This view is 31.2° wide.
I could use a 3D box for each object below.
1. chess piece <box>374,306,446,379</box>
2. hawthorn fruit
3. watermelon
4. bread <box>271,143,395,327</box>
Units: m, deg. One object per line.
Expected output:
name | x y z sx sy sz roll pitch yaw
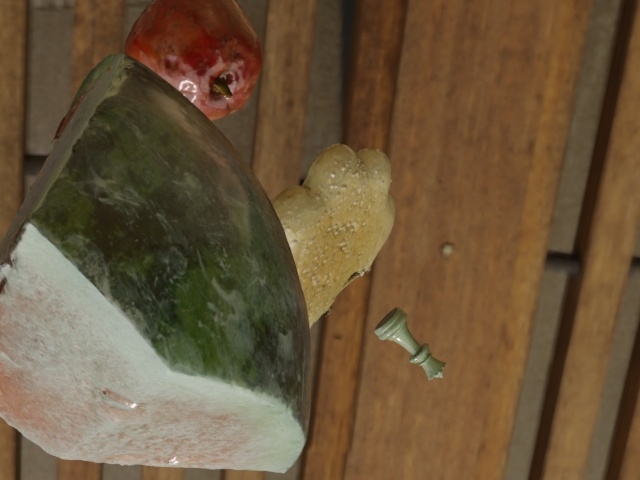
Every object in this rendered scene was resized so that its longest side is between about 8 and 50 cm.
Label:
chess piece | 0.105 0.120 1.288 0.093 0.042 0.042 45 -158 -5
hawthorn fruit | -0.153 -0.232 1.485 0.179 0.179 0.200 -9 -139 -36
watermelon | -0.113 0.044 0.692 0.214 0.289 0.320 -31 -149 -1
bread | 0.000 0.000 1.180 0.039 0.182 0.251 28 -125 28
